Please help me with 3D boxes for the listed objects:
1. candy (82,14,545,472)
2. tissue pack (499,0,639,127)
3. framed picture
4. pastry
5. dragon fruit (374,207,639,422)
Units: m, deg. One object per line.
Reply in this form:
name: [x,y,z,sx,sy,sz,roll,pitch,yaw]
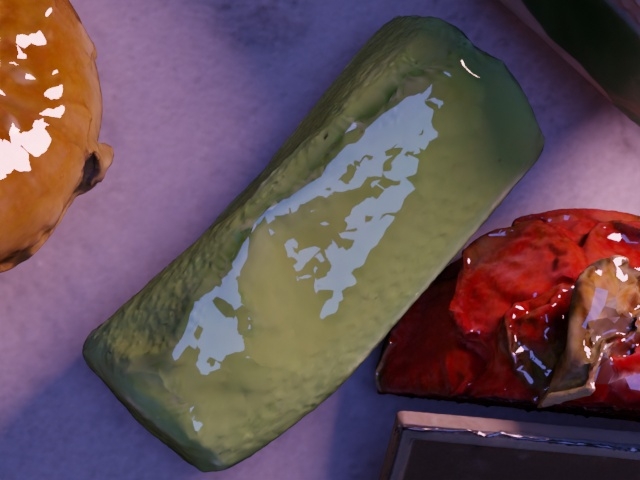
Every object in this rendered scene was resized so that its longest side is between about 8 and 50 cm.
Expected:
candy: [0.000,0.000,1.008,0.343,0.132,0.142,-45,119,-7]
tissue pack: [0.199,-0.283,0.988,0.266,0.194,0.356,-44,77,-9]
framed picture: [0.182,0.214,1.004,0.315,0.024,0.232,7,126,-9]
pastry: [-0.292,-0.096,0.925,0.315,0.184,0.284,39,54,-9]
dragon fruit: [0.212,0.048,0.998,0.317,0.205,0.152,8,85,-10]
